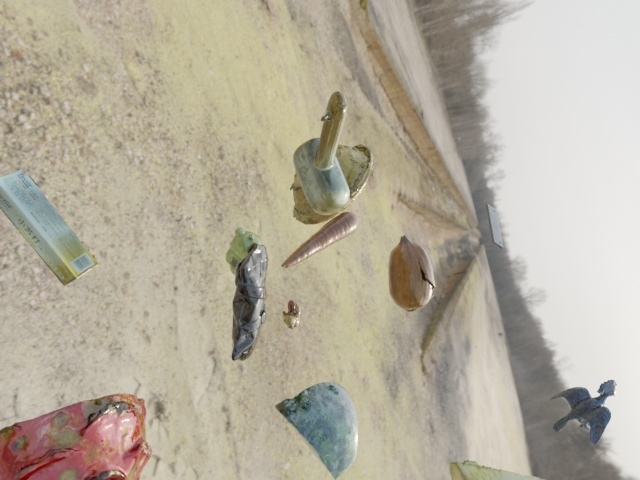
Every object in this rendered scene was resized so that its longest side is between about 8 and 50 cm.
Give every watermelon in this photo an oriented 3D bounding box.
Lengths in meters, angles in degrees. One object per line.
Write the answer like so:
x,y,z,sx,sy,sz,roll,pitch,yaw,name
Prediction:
0.000,0.622,1.521,0.320,0.214,0.289,36,43,4,watermelon

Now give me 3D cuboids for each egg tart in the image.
0.013,-0.186,1.281,0.120,0.315,0.315,45,34,-29,egg tart

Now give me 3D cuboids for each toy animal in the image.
0.940,0.595,1.555,0.239,0.255,0.176,-116,-174,-79,toy animal

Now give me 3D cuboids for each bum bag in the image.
-0.195,0.175,1.207,0.144,0.095,0.340,-42,141,-76,bum bag

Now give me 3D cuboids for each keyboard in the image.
0.626,-0.053,1.576,0.055,0.014,0.176,29,48,-29,keyboard

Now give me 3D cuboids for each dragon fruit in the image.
-0.528,0.498,0.901,0.386,0.371,0.249,-20,63,-31,dragon fruit

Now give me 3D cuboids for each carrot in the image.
0.000,0.000,0.820,0.216,0.048,0.048,-34,111,-40,carrot

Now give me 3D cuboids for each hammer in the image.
0.017,-0.210,1.009,0.305,0.113,0.202,107,-36,-58,hammer

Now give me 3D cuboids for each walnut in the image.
0.393,0.141,1.919,0.209,0.209,0.336,0,82,-69,walnut

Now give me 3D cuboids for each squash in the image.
0.418,0.506,0.929,0.093,0.252,0.169,101,-32,-59,squash

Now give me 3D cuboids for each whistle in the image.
-0.288,0.053,1.635,0.131,0.288,0.106,41,54,4,whistle

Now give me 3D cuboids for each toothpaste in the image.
-0.726,-0.034,1.148,0.313,0.071,0.089,58,32,-14,toothpaste

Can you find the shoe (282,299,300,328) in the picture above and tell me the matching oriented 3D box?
-0.118,0.295,1.748,0.109,0.072,0.069,-61,140,-27,shoe
